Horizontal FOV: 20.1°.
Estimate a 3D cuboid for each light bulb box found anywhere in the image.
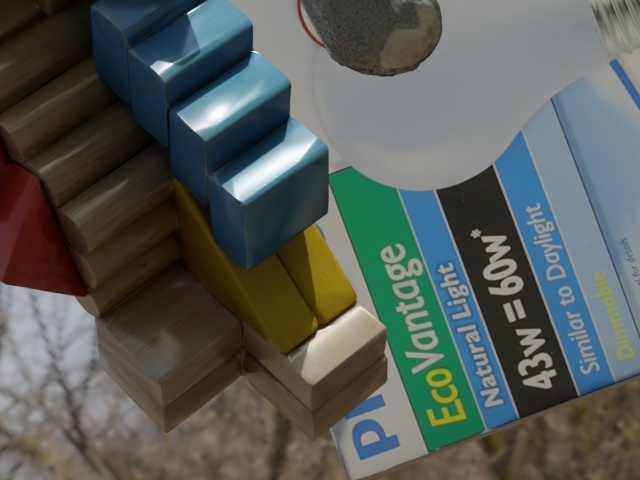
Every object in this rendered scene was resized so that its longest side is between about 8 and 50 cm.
[{"bbox_3d":[0.122,-0.062,1.259,0.361,0.358,0.225,-21,-3,-1],"label":"light bulb box"}]

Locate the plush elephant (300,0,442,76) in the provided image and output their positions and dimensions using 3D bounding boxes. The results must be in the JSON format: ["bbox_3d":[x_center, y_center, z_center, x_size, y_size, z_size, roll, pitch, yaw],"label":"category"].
[{"bbox_3d":[0.035,-0.307,0.925,0.255,0.330,0.272,-29,33,4],"label":"plush elephant"}]

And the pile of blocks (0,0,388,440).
[{"bbox_3d":[-0.101,-0.065,0.659,0.112,0.362,0.149,-38,10,-24],"label":"pile of blocks"}]
